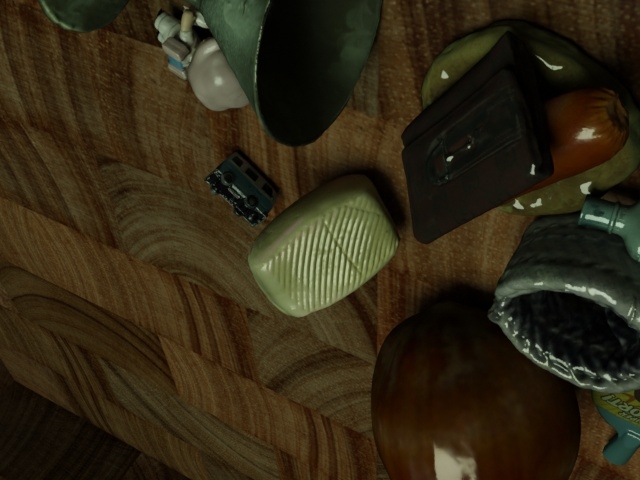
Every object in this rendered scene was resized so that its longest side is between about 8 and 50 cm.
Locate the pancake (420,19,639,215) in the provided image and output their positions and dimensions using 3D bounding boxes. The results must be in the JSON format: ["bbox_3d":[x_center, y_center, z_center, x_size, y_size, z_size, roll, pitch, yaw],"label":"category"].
[{"bbox_3d":[0.260,-0.143,1.008,0.294,0.049,0.294,22,143,18],"label":"pancake"}]

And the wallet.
[{"bbox_3d":[0.173,-0.112,0.946,0.049,0.182,0.229,6,156,-28],"label":"wallet"}]

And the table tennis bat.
[{"bbox_3d":[0.534,0.279,1.278,0.215,0.044,0.329,26,143,14],"label":"table tennis bat"}]

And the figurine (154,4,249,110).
[{"bbox_3d":[-0.165,-0.266,1.194,0.229,0.112,0.137,38,152,16],"label":"figurine"}]

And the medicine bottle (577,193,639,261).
[{"bbox_3d":[0.426,-0.010,0.972,0.208,0.090,0.054,17,172,19],"label":"medicine bottle"}]

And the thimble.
[{"bbox_3d":[0.368,0.080,1.084,0.245,0.157,0.217,19,140,23],"label":"thimble"}]

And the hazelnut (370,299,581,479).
[{"bbox_3d":[0.245,0.288,1.317,0.366,0.366,0.366,24,144,19],"label":"hazelnut"}]

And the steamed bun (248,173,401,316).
[{"bbox_3d":[0.000,0.000,1.276,0.170,0.238,0.152,55,-178,-29],"label":"steamed bun"}]

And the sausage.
[{"bbox_3d":[0.240,-0.100,0.960,0.089,0.083,0.300,28,151,-21],"label":"sausage"}]

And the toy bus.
[{"bbox_3d":[-0.133,-0.092,1.395,0.123,0.075,0.060,44,146,-12],"label":"toy bus"}]

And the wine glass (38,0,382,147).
[{"bbox_3d":[-0.158,-0.309,1.009,0.406,0.267,0.267,24,144,23],"label":"wine glass"}]
